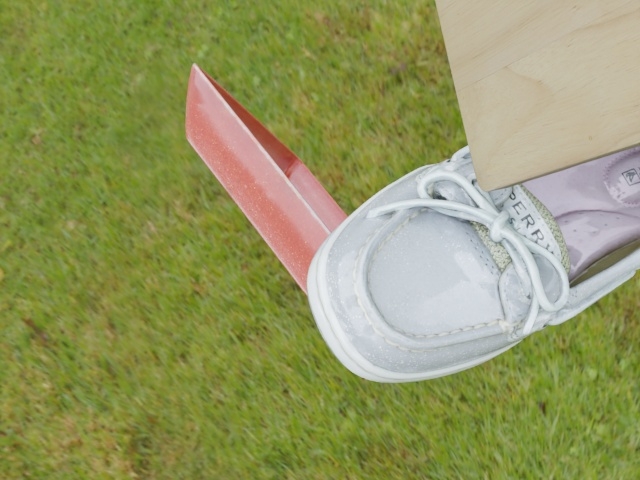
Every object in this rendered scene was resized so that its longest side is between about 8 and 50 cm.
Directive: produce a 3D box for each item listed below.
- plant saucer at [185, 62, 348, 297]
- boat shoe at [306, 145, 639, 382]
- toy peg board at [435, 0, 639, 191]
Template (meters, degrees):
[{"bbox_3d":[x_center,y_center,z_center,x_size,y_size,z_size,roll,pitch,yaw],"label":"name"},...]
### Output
[{"bbox_3d":[0.000,0.000,0.784,0.048,0.258,0.259,-41,70,5],"label":"plant saucer"},{"bbox_3d":[0.137,-0.018,0.548,0.320,0.103,0.118,-19,75,-27],"label":"boat shoe"},{"bbox_3d":[0.129,-0.119,0.431,0.079,0.161,0.160,-11,87,-25],"label":"toy peg board"}]
